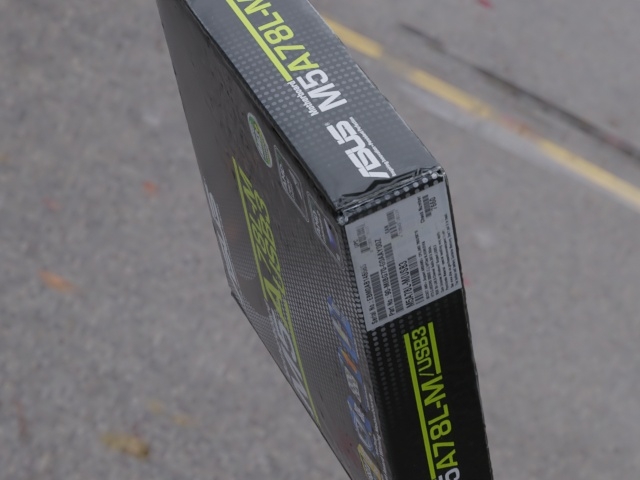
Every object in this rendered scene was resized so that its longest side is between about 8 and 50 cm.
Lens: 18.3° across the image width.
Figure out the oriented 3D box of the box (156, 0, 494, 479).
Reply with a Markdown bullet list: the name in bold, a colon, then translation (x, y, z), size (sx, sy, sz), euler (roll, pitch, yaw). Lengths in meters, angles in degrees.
- **box**: translation (0.000, 0.000, 0.727), size (0.045, 0.190, 0.184), euler (-25, 45, -13)
